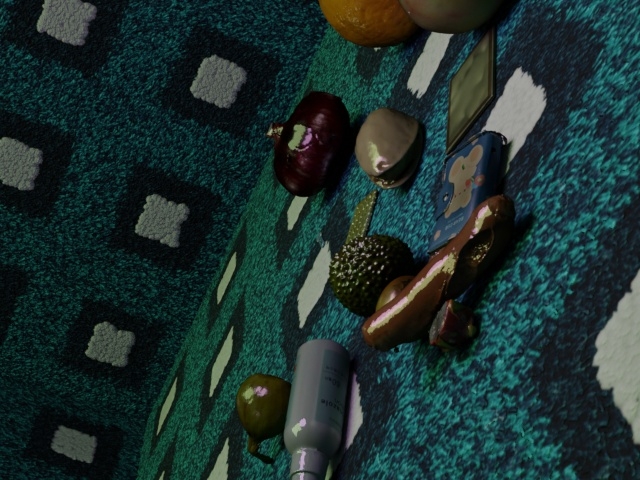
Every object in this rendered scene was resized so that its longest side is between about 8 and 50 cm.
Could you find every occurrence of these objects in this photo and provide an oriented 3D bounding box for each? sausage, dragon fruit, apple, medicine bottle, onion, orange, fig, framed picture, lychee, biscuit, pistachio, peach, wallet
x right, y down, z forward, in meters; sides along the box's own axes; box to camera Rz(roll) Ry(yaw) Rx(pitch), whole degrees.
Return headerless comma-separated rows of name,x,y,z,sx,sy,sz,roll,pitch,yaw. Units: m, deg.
sausage,0.187,0.056,1.398,0.326,0.087,0.079,-48,54,23
dragon fruit,0.197,0.135,1.366,0.060,0.056,0.083,-79,13,-45
apple,0.141,0.115,1.530,0.114,0.099,0.102,-90,23,-51
medicine bottle,-0.012,0.352,1.732,0.352,0.110,0.110,-81,18,-44
onion,-0.036,-0.276,2.570,0.314,0.232,0.314,-158,90,-79
orange,0.145,-0.665,2.339,0.341,0.293,0.340,-60,13,24
fig,-0.135,0.393,2.090,0.186,0.142,0.148,-57,-15,-8
framed picture,0.291,-0.294,1.779,0.173,0.010,0.231,126,161,-47
lychee,0.096,0.058,1.678,0.171,0.171,0.171,-158,90,-77
biscuit,0.082,-0.003,2.143,0.139,0.016,0.231,139,150,-66
pistachio,0.145,-0.201,1.976,0.152,0.126,0.223,-18,40,24
peach,0.262,-0.547,1.809,0.292,0.247,0.292,180,90,-75
wallet,0.242,-0.070,1.510,0.141,0.059,0.202,-35,37,56

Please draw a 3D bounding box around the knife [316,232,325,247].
knife,0.000,0.000,2.475,0.096,0.010,0.027,-118,51,-73
